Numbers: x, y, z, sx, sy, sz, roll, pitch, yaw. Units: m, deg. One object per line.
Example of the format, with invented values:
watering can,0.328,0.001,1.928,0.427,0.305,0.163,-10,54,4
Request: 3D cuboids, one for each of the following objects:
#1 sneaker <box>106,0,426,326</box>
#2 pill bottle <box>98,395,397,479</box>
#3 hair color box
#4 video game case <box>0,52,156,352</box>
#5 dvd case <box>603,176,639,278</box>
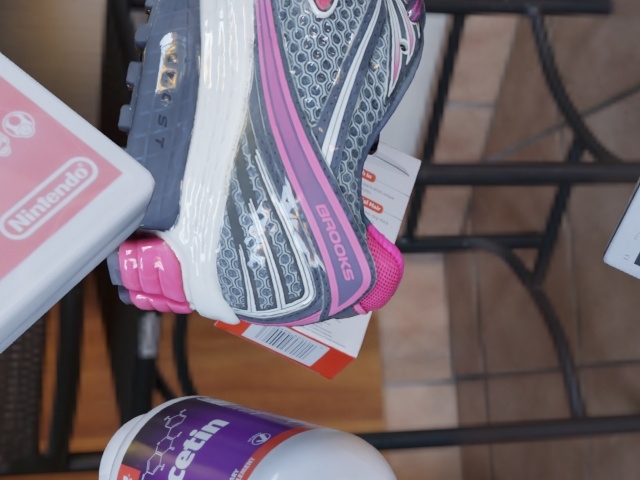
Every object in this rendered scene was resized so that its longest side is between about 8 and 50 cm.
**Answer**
sneaker,-0.007,-0.115,0.529,0.121,0.112,0.299,-80,-2,-88
pill bottle,-0.082,0.249,1.260,0.323,0.181,0.182,4,94,52
hair color box,0.000,0.000,0.914,0.053,0.093,0.167,-48,19,59
video game case,-0.211,-0.042,0.334,0.204,0.285,0.025,-47,-8,-39
dvd case,0.291,-0.012,0.685,0.029,0.238,0.179,-54,-14,-54
